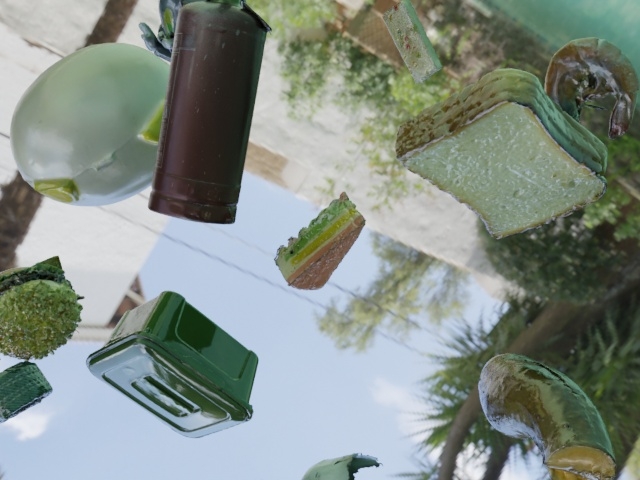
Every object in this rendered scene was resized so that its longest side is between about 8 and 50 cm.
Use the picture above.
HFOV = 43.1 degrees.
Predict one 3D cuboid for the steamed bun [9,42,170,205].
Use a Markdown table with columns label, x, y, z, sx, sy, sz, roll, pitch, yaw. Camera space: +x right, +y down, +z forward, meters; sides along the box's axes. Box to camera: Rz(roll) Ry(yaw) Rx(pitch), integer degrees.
| label | x | y | z | sx | sy | sz | roll | pitch | yaw |
| --- | --- | --- | --- | --- | --- | --- | --- | --- | --- |
| steamed bun | -0.448 | -0.233 | 1.662 | 0.334 | 0.374 | 0.334 | 56 | -173 | -10 |

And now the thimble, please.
| label | x | y | z | sx | sy | sz | roll | pitch | yaw |
| --- | --- | --- | --- | --- | --- | --- | --- | --- | --- |
| thimble | -0.632 | 0.313 | 1.676 | 0.090 | 0.118 | 0.135 | 57 | -145 | 4 |

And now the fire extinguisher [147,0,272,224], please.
| label | x | y | z | sx | sy | sz | roll | pitch | yaw |
| --- | --- | --- | --- | --- | --- | --- | --- | --- | --- |
| fire extinguisher | -0.109 | -0.155 | 0.824 | 0.105 | 0.268 | 0.105 | 11 | -173 | -1 |

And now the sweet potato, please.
| label | x | y | z | sx | sy | sz | roll | pitch | yaw |
| --- | --- | --- | --- | --- | --- | --- | --- | --- | --- |
| sweet potato | 0.213 | 0.173 | 0.831 | 0.112 | 0.085 | 0.286 | 59 | 176 | -2 |

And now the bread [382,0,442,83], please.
| label | x | y | z | sx | sy | sz | roll | pitch | yaw |
| --- | --- | --- | --- | --- | --- | --- | --- | --- | --- |
| bread | 0.174 | -0.377 | 1.540 | 0.028 | 0.068 | 0.153 | -25 | -91 | -38 |

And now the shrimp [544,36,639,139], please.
| label | x | y | z | sx | sy | sz | roll | pitch | yaw |
| --- | --- | --- | --- | --- | --- | --- | --- | --- | --- |
| shrimp | 0.416 | -0.191 | 1.276 | 0.144 | 0.251 | 0.052 | 17 | -149 | 30 |

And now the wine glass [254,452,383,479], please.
| label | x | y | z | sx | sy | sz | roll | pitch | yaw |
| --- | --- | --- | --- | --- | --- | --- | --- | --- | --- |
| wine glass | -0.018 | 0.502 | 1.557 | 0.143 | 0.321 | 0.143 | 29 | -131 | -38 |

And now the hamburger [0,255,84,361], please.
| label | x | y | z | sx | sy | sz | roll | pitch | yaw |
| --- | --- | --- | --- | --- | --- | --- | --- | --- | --- |
| hamburger | -0.650 | 0.166 | 1.788 | 0.262 | 0.243 | 0.139 | -21 | -135 | -26 |

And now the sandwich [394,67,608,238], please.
| label | x | y | z | sx | sy | sz | roll | pitch | yaw |
| --- | --- | --- | --- | --- | --- | --- | --- | --- | --- |
| sandwich | 0.218 | -0.097 | 0.959 | 0.215 | 0.186 | 0.065 | 31 | -131 | -31 |

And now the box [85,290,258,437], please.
| label | x | y | z | sx | sy | sz | roll | pitch | yaw |
| --- | --- | --- | --- | --- | --- | --- | --- | --- | --- |
| box | -0.307 | 0.268 | 1.765 | 0.329 | 0.253 | 0.177 | 42 | -135 | -26 |

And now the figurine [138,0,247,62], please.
| label | x | y | z | sx | sy | sz | roll | pitch | yaw |
| --- | --- | --- | --- | --- | --- | --- | --- | --- | --- |
| figurine | -0.157 | -0.258 | 1.139 | 0.193 | 0.140 | 0.265 | 50 | 163 | 54 |

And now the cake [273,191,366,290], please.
| label | x | y | z | sx | sy | sz | roll | pitch | yaw |
| --- | --- | --- | --- | --- | --- | --- | --- | --- | --- |
| cake | 0.014 | 0.008 | 1.730 | 0.090 | 0.225 | 0.109 | 31 | -157 | -42 |
